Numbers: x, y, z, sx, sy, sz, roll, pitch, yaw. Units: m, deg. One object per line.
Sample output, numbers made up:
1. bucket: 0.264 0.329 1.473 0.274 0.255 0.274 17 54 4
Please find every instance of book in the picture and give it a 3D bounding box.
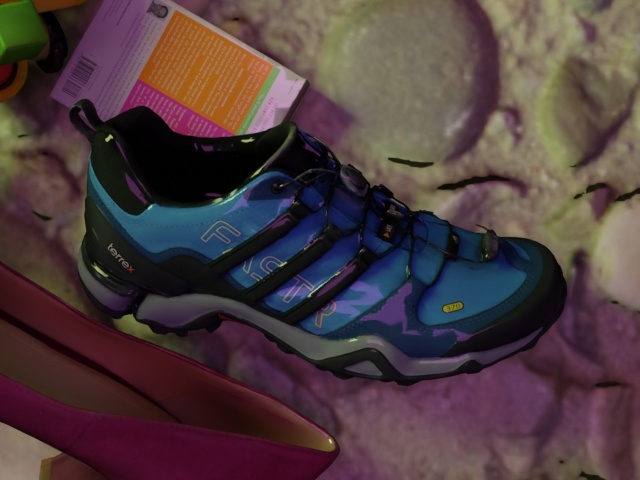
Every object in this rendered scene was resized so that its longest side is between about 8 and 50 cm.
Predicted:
1. book: -0.093 -0.099 0.678 0.144 0.035 0.096 31 93 3

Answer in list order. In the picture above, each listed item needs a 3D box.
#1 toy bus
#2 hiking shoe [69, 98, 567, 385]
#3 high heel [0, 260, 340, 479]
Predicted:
1. toy bus: -0.198 -0.169 0.643 0.104 0.202 0.191 -21 72 -33
2. hiking shoe: 0.000 0.000 0.607 0.304 0.113 0.132 6 129 1
3. high heel: -0.141 0.040 0.567 0.181 0.127 0.377 -25 129 8
